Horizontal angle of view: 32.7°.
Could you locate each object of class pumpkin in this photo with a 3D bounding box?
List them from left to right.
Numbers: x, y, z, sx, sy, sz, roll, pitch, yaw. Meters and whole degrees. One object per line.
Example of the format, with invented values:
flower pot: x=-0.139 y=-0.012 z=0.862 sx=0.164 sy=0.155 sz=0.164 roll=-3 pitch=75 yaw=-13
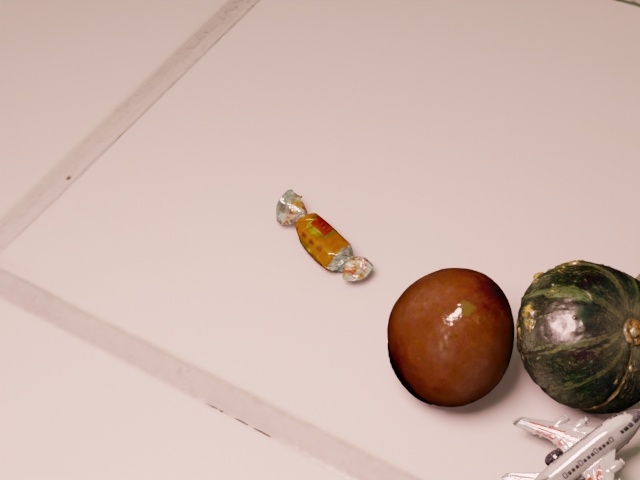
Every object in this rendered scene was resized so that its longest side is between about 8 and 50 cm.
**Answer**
pumpkin: x=0.316 y=0.112 z=1.284 sx=0.146 sy=0.190 sz=0.190 roll=-8 pitch=40 yaw=40

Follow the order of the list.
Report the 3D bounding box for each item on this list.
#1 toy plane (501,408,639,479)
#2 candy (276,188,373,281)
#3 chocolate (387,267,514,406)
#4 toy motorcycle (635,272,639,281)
toy plane: x=0.296 y=0.247 z=1.233 sx=0.171 sy=0.065 sz=0.162 roll=-31 pitch=52 yaw=-6
candy: x=0.000 y=0.000 z=1.499 sx=0.053 sy=0.046 sz=0.182 roll=-30 pitch=58 yaw=-24
chocolate: x=0.163 y=0.108 z=1.301 sx=0.177 sy=0.176 sz=0.176 roll=-3 pitch=49 yaw=3
toy motorcycle: x=0.457 y=0.073 z=1.378 sx=0.193 sy=0.061 sz=0.124 roll=-39 pitch=49 yaw=-18
